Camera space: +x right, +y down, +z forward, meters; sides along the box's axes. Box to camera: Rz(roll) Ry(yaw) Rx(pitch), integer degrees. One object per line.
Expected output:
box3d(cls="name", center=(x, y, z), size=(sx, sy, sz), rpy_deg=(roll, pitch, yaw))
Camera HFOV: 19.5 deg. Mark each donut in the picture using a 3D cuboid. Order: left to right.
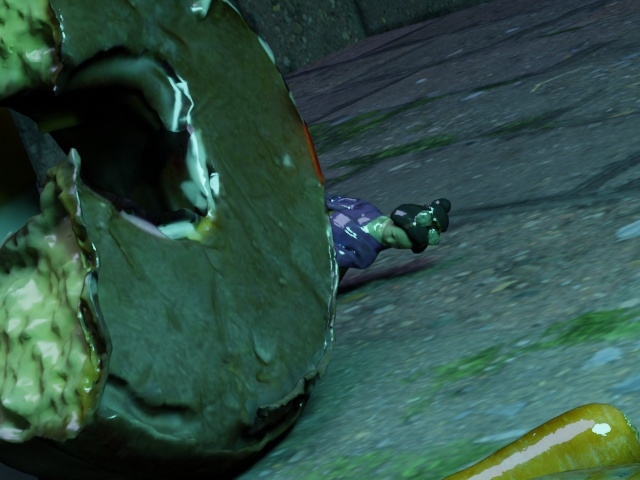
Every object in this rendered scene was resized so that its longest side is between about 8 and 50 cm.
box3d(cls="donut", center=(-0.109, -0.025, 1.038), size=(0.136, 0.345, 0.259), rpy_deg=(-24, -19, 30))

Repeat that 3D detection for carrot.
box3d(cls="carrot", center=(0.040, 0.114, 0.742), size=(0.190, 0.037, 0.037), rpy_deg=(-23, 10, -3))

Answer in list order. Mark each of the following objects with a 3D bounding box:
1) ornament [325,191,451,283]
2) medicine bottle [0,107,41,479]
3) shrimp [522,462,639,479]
box3d(cls="ornament", center=(-0.006, 0.004, 1.311), size=(0.203, 0.088, 0.081), rpy_deg=(-13, 14, 35))
box3d(cls="medicine bottle", center=(-0.261, 0.057, 1.134), size=(0.238, 0.232, 0.238), rpy_deg=(-21, 11, 4))
box3d(cls="shrimp", center=(0.086, 0.105, 0.590), size=(0.152, 0.046, 0.219), rpy_deg=(-9, 7, -21))
